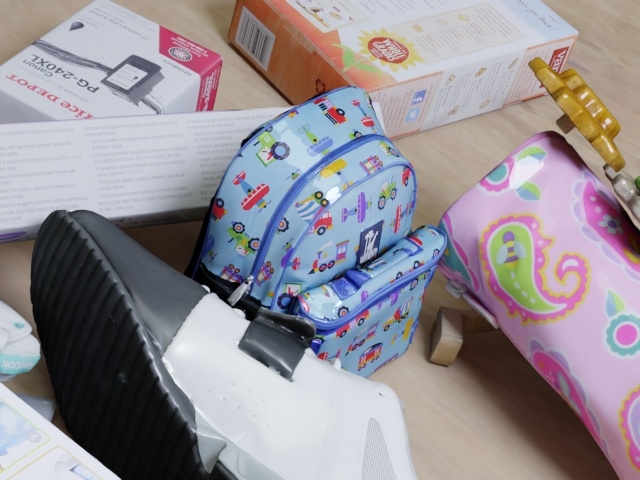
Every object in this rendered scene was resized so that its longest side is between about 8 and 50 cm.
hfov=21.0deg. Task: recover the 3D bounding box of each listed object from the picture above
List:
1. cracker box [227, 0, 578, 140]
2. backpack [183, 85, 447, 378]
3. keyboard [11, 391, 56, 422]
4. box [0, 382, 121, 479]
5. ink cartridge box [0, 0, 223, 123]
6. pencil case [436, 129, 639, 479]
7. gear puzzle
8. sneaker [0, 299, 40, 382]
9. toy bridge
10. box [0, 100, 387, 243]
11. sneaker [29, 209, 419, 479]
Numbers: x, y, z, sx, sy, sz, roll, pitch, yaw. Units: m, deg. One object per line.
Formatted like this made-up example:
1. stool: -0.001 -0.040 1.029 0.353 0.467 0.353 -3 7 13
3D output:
1. cracker box: 0.066 -0.161 1.359 0.232 0.067 0.155 -18 51 -35
2. backpack: 0.000 0.000 1.052 0.117 0.173 0.158 39 42 25
3. keyboard: -0.186 0.118 0.882 0.072 0.014 0.256 16 13 -5
4. box: -0.090 0.161 0.607 0.203 0.114 0.103 35 42 19
5. ink cartridge box: -0.153 -0.096 1.198 0.109 0.063 0.150 27 39 12
6. pencil case: 0.184 0.066 1.058 0.124 0.124 0.284 -19 60 -37
7. gear puzzle: 0.251 0.007 1.088 0.339 0.044 0.175 48 10 -3
8. sneaker: -0.200 0.057 0.938 0.094 0.080 0.212 20 11 -7
9. toy bridge: 0.166 0.072 1.146 0.188 0.026 0.063 13 38 -7
10. box: -0.091 -0.046 1.106 0.324 0.063 0.067 -9 84 -41
11. sneaker: -0.035 0.102 0.967 0.146 0.122 0.330 -22 62 -39
